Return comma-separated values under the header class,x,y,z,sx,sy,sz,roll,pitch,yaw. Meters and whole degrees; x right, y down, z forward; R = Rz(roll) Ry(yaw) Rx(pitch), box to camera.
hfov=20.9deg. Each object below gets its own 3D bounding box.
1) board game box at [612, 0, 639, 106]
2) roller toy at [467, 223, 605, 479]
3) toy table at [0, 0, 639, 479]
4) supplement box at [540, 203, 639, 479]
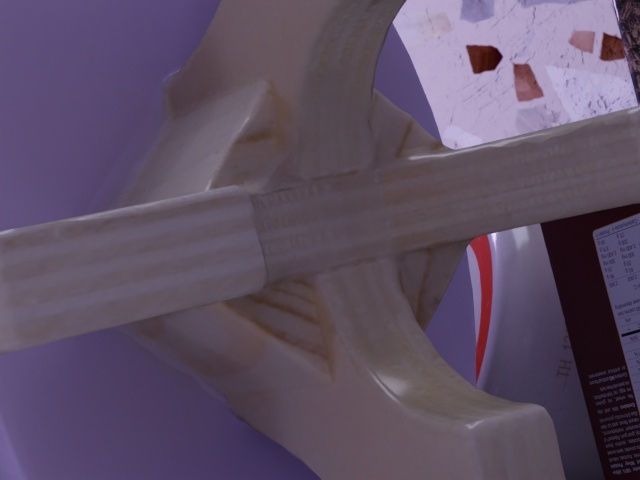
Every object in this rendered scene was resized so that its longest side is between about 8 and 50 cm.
class,x,y,z,sx,sy,sz,roll,pitch,yaw
board game box,0.308,-0.017,1.169,0.141,0.291,0.232,-14,-23,12
roller toy,0.131,0.068,1.048,0.146,0.191,0.209,11,-43,-13
toy table,0.000,0.000,0.496,0.252,0.274,0.161,-25,7,-28
supplement box,0.241,0.034,0.892,0.191,0.194,0.129,-9,-8,-29
